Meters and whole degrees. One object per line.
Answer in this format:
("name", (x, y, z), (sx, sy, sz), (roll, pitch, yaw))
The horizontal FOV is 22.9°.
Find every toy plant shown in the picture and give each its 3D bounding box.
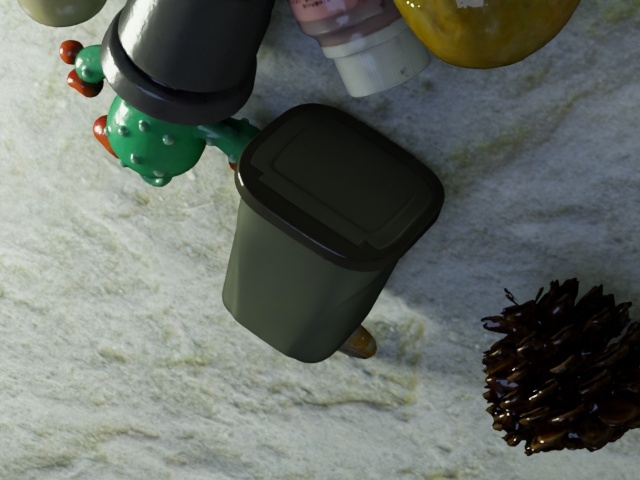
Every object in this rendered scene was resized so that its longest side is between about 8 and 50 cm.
("toy plant", (-0.164, -0.193, 1.880), (0.280, 0.185, 0.400), (12, 139, -16))

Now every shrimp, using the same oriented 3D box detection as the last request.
("shrimp", (-0.016, 0.109, 2.033), (0.187, 0.051, 0.132), (30, 157, -17))

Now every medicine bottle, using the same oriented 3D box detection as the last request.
("medicine bottle", (0.028, -0.285, 1.701), (0.147, 0.147, 0.247), (-8, 115, 38))

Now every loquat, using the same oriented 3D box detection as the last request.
("loquat", (0.166, -0.281, 1.570), (0.213, 0.213, 0.213), (18, 129, 24))

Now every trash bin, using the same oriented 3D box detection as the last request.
("trash bin", (0.000, 0.000, 1.878), (0.220, 0.219, 0.250), (35, 140, 12))

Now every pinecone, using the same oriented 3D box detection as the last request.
("pinecone", (0.279, 0.141, 1.783), (0.221, 0.221, 0.221), (18, 129, 24))

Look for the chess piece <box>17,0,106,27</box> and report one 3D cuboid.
("chess piece", (-0.331, -0.397, 1.881), (0.167, 0.167, 0.299), (10, 132, 29))
